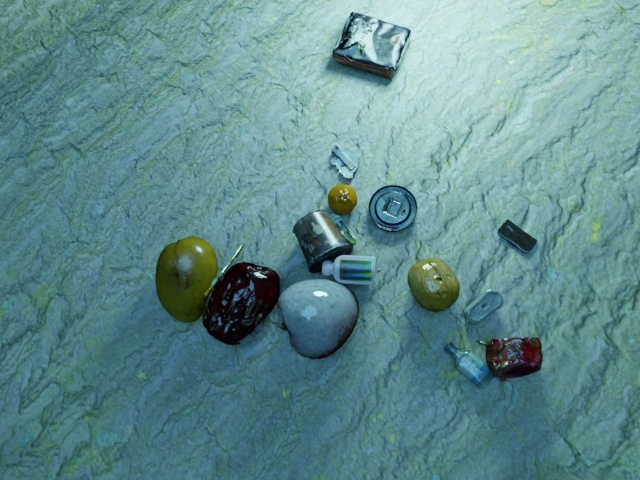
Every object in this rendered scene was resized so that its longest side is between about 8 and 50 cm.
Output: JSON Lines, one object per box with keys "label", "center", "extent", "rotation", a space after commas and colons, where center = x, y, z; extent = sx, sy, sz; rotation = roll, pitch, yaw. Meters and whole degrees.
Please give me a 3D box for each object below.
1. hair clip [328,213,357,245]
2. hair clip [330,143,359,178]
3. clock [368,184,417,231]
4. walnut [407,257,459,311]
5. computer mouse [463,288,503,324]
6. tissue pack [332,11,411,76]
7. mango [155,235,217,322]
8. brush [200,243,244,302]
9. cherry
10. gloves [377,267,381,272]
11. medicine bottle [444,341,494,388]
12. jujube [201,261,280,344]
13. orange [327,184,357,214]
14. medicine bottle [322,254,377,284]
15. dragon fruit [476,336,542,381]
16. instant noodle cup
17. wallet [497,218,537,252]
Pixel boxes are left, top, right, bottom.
{"label": "hair clip", "center": [0.103, -0.052, 1.978], "extent": [0.060, 0.033, 0.188], "rotation": [-37, 73, -4]}
{"label": "hair clip", "center": [0.115, -0.369, 2.043], "extent": [0.116, 0.049, 0.172], "rotation": [-43, 78, 1]}
{"label": "clock", "center": [0.322, -0.141, 1.965], "extent": [0.215, 0.042, 0.214], "rotation": [-2, 77, 7]}
{"label": "walnut", "center": [0.462, 0.178, 1.804], "extent": [0.193, 0.193, 0.225], "rotation": [-19, 73, 3]}
{"label": "computer mouse", "center": [0.665, 0.277, 1.816], "extent": [0.182, 0.056, 0.089], "rotation": [-42, 77, 3]}
{"label": "tissue pack", "center": [0.243, -0.935, 2.116], "extent": [0.333, 0.123, 0.244], "rotation": [22, 79, 12]}
{"label": "mango", "center": [-0.586, 0.168, 1.931], "extent": [0.264, 0.221, 0.377], "rotation": [2, 86, 2]}
{"label": "brush", "center": [-0.421, 0.130, 1.922], "extent": [0.020, 0.085, 0.336], "rotation": [32, 48, -3]}
{"label": "cherry", "center": [-0.015, 0.296, 1.785], "extent": [0.326, 0.291, 0.335], "rotation": [43, 86, -17]}
{"label": "gloves", "center": [0.166, 0.138, 1.887], "extent": [0.181, 0.129, 0.106], "rotation": [5, 87, 14]}
{"label": "medicine bottle", "center": [0.594, 0.495, 1.776], "extent": [0.208, 0.053, 0.090], "rotation": [41, 85, 14]}
{"label": "jujube", "center": [-0.335, 0.257, 1.865], "extent": [0.258, 0.258, 0.376], "rotation": [36, 83, 14]}
{"label": "orange", "center": [0.097, -0.186, 1.968], "extent": [0.136, 0.117, 0.135], "rotation": [-2, 71, 4]}
{"label": "medicine bottle", "center": [0.119, 0.117, 1.793], "extent": [0.219, 0.078, 0.115], "rotation": [2, 94, 14]}
{"label": "dragon fruit", "center": [0.727, 0.453, 1.684], "extent": [0.283, 0.211, 0.146], "rotation": [6, 65, -20]}
{"label": "instant noodle cup", "center": [0.000, 0.000, 1.898], "extent": [0.218, 0.217, 0.207], "rotation": [-29, 68, 1]}
{"label": "wallet", "center": [0.835, -0.017, 1.878], "extent": [0.157, 0.018, 0.082], "rotation": [39, 84, 14]}
